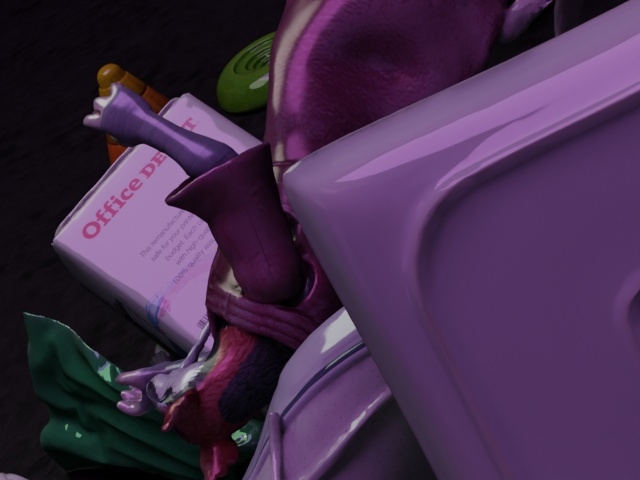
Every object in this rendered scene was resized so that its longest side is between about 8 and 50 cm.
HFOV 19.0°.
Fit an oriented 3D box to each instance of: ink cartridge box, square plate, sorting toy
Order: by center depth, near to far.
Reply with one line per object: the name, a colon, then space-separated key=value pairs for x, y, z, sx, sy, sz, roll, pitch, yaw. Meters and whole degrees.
square plate: x=0.205 y=0.045 z=0.904 sx=0.347 sy=0.344 sz=0.049 roll=-26 pitch=2 yaw=10
ink cartridge box: x=-0.063 y=0.016 z=1.385 sx=0.212 sy=0.093 sz=0.154 roll=35 pitch=75 yaw=20
sorting toy: x=-0.090 y=-0.195 z=1.904 sx=0.365 sy=0.126 sz=0.127 roll=-42 pitch=27 yaw=-19

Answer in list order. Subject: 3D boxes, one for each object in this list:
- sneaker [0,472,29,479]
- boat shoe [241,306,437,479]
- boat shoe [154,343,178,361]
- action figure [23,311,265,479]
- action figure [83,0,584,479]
sneaker: x=-0.162 y=0.209 z=1.329 sx=0.094 sy=0.080 sz=0.212 roll=-28 pitch=30 yaw=-22
boat shoe: x=0.000 y=0.184 z=1.016 sx=0.367 sy=0.136 sz=0.156 roll=-50 pitch=30 yaw=22
boat shoe: x=-0.080 y=0.051 z=1.513 sx=0.070 sy=0.077 sz=0.219 roll=-12 pitch=24 yaw=34
action figure: x=-0.121 y=0.127 z=1.390 sx=0.232 sy=0.137 sz=0.063 roll=12 pitch=35 yaw=44
action figure: x=0.000 y=0.000 z=1.205 sx=0.276 sy=0.248 sz=0.370 roll=9 pitch=56 yaw=13
